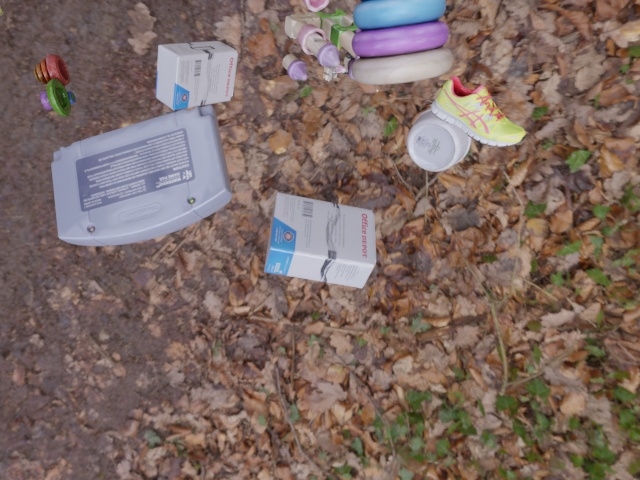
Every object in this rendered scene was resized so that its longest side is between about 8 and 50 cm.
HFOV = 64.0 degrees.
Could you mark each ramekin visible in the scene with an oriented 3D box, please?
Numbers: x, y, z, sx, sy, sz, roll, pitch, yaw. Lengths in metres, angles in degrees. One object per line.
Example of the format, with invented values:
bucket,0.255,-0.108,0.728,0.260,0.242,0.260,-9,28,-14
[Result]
ramekin,0.384,-0.326,1.698,0.207,0.109,0.207,17,127,24

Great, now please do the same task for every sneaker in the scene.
sneaker,0.326,-0.265,1.044,0.208,0.081,0.094,33,133,20

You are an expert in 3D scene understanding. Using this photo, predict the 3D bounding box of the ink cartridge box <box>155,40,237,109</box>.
ink cartridge box,-0.334,-0.451,1.390,0.086,0.203,0.148,35,128,24

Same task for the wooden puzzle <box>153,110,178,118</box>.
wooden puzzle,-0.411,-0.335,1.387,0.083,0.049,0.006,-9,132,-4

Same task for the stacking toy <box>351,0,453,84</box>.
stacking toy,0.092,-0.379,0.658,0.141,0.141,0.330,-6,113,8

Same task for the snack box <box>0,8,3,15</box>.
snack box,-0.914,-0.621,1.360,0.037,0.141,0.100,6,139,2

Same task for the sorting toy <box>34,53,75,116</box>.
sorting toy,-0.380,-0.213,0.722,0.042,0.061,0.102,-12,63,-2

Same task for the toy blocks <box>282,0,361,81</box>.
toy blocks,0.080,-0.483,1.270,0.288,0.260,0.309,-19,143,-26

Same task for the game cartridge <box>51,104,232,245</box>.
game cartridge,-0.300,-0.099,0.860,0.294,0.060,0.196,-15,70,5

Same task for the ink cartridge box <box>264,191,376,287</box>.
ink cartridge box,0.000,0.000,1.545,0.307,0.223,0.129,10,140,-8
